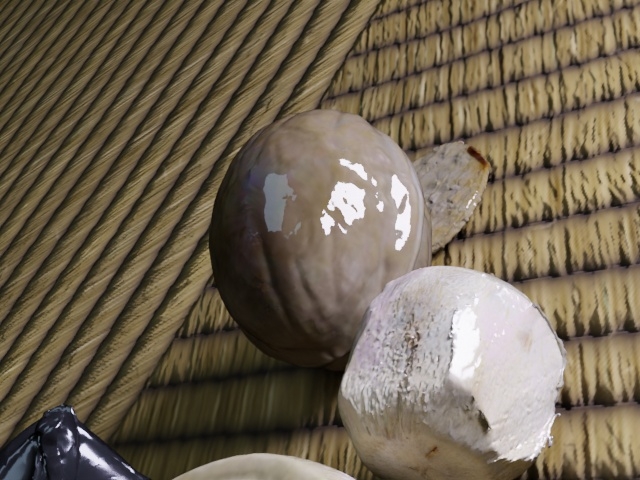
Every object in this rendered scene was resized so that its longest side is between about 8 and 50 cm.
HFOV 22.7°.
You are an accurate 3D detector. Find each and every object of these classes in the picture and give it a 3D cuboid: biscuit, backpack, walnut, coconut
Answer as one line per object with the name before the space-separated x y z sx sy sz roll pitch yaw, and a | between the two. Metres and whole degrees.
biscuit | 0.062 -0.020 1.049 0.120 0.015 0.120 -33 28 20
backpack | -0.171 0.190 0.953 0.165 0.120 0.106 -46 4 -6
walnut | 0.001 -0.001 0.956 0.140 0.140 0.162 -31 48 24
coconut | 0.070 0.064 0.807 0.110 0.110 0.124 -16 43 44

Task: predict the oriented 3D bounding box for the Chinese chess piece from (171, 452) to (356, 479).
Chinese chess piece | -0.048 0.219 0.742 0.250 0.103 0.250 -32 30 21
